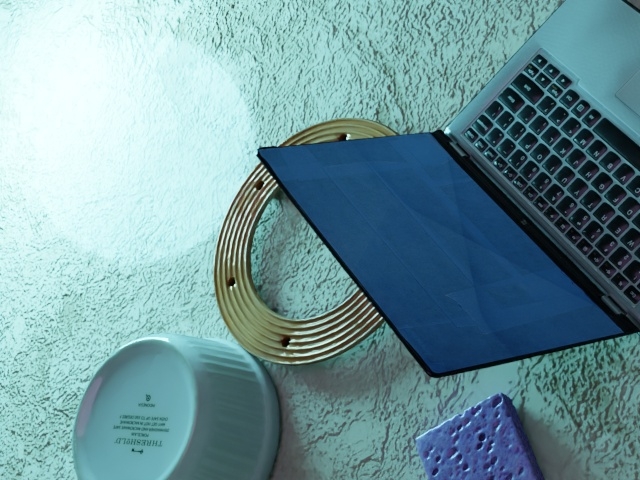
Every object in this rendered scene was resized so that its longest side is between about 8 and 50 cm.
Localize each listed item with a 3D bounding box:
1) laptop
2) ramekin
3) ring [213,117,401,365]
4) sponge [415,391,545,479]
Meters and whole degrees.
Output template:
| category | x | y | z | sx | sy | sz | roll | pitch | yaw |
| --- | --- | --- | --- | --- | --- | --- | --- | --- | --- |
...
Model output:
| category | x | y | z | sx | sy | sz | roll | pitch | yaw |
| --- | --- | --- | --- | --- | --- | --- | --- | --- | --- |
| laptop | 0.215 | -0.093 | 1.240 | 0.408 | 0.236 | 0.382 | -47 | 49 | 11 |
| ramekin | -0.192 | 0.239 | 1.478 | 0.273 | 0.127 | 0.272 | -17 | 59 | 31 |
| ring | 0.000 | 0.000 | 1.506 | 0.337 | 0.032 | 0.336 | -18 | 59 | 33 |
| sponge | 0.182 | 0.274 | 1.231 | 0.117 | 0.031 | 0.210 | -34 | 51 | 21 |
